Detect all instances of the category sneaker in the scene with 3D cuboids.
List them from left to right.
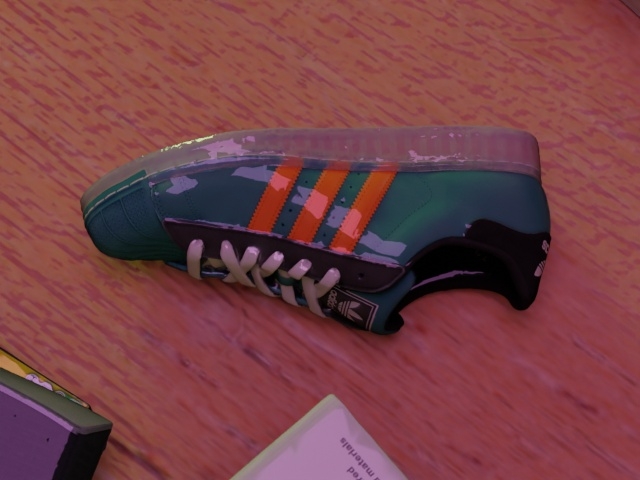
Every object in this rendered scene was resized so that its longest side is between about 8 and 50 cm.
[{"bbox_3d":[0.000,0.000,1.268,0.302,0.108,0.121,-5,70,-4],"label":"sneaker"}]

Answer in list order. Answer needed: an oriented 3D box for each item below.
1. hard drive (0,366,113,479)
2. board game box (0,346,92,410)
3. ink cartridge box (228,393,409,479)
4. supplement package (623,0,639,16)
[{"bbox_3d":[-0.273,0.134,1.203,0.254,0.054,0.172,20,76,5],"label":"hard drive"},{"bbox_3d":[-0.252,0.122,1.260,0.170,0.048,0.141,31,75,7],"label":"board game box"},{"bbox_3d":[-0.067,0.239,1.148,0.289,0.211,0.121,-40,80,-10],"label":"ink cartridge box"},{"bbox_3d":[0.239,-0.294,1.333,0.194,0.149,0.203,44,77,10],"label":"supplement package"}]
